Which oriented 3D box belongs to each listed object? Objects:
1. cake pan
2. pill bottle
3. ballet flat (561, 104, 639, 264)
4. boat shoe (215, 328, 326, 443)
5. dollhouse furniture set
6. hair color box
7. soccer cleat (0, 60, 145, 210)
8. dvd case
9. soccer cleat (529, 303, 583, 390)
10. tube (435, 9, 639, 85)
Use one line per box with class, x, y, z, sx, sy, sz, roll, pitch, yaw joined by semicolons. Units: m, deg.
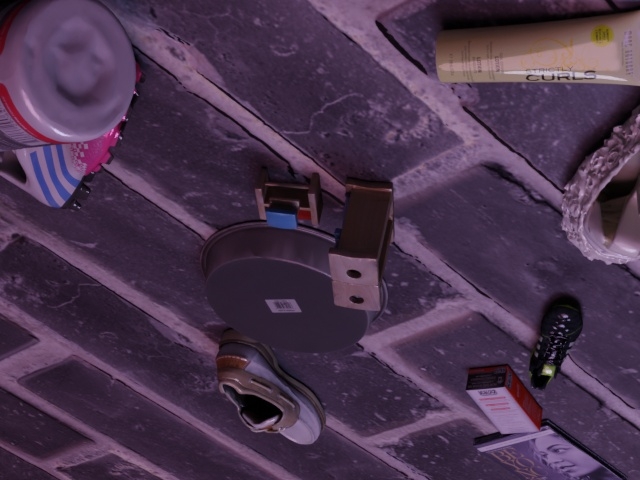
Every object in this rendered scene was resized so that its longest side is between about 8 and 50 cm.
cake pan;-0.046;0.080;2.043;0.293;0.054;0.293;10;145;7
pill bottle;-0.387;-0.197;1.654;0.318;0.176;0.176;-1;144;44
ballet flat;0.382;-0.062;1.614;0.147;0.147;0.409;16;146;-1
boat shoe;-0.092;0.273;2.287;0.113;0.103;0.302;-8;139;30
dollhouse furniture set;0.000;0.000;1.845;0.184;0.129;0.129;7;145;10
hair color box;0.295;0.256;2.170;0.072;0.043;0.141;-9;140;31
soccer cleat;-0.340;-0.145;1.783;0.143;0.116;0.331;24;145;-14
dvd case;0.395;0.381;2.330;0.221;0.018;0.164;37;140;-28
soccer cleat;0.344;0.158;1.987;0.060;0.072;0.179;13;145;3
tube;0.250;-0.212;1.519;0.240;0.062;0.070;0;163;16
